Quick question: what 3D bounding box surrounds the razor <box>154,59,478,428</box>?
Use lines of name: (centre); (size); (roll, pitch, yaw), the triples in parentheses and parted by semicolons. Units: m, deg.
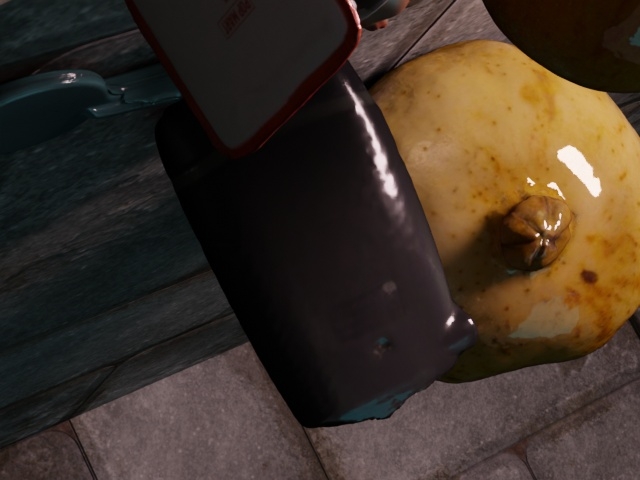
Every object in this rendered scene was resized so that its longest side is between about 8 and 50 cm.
razor: (0.000, -0.001, 1.239); (0.204, 0.349, 0.113); (-28, -172, -10)

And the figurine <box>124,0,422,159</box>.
figurine: (0.019, -0.189, 0.880); (0.226, 0.160, 0.183); (-30, 176, -37)

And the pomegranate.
pomegranate: (0.184, -0.028, 1.440); (0.410, 0.410, 0.410); (-26, 171, -4)

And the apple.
apple: (0.237, -0.233, 1.017); (0.237, 0.237, 0.207); (-20, 152, -38)

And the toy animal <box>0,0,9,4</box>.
toy animal: (-0.248, -0.123, 0.527); (0.308, 0.188, 0.266); (-35, -164, -25)

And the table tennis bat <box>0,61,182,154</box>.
table tennis bat: (-0.195, -0.106, 1.053); (0.201, 0.033, 0.124); (-19, 170, -31)
